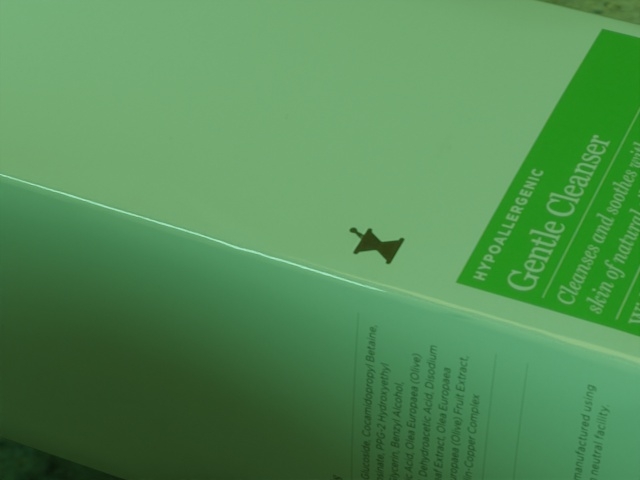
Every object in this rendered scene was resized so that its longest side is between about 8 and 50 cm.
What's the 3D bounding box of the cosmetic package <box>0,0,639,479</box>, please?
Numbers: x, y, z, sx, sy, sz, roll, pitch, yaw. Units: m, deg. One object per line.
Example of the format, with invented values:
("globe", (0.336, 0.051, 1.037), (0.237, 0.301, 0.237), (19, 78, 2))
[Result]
("cosmetic package", (0.000, 0.000, 0.748), (0.365, 0.155, 0.197), (16, 43, 16))
